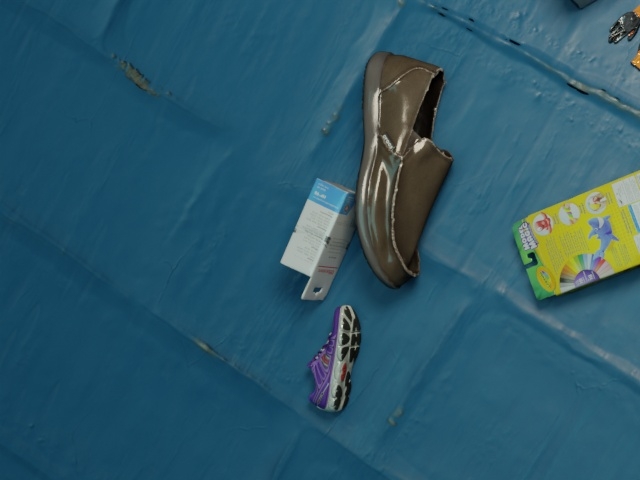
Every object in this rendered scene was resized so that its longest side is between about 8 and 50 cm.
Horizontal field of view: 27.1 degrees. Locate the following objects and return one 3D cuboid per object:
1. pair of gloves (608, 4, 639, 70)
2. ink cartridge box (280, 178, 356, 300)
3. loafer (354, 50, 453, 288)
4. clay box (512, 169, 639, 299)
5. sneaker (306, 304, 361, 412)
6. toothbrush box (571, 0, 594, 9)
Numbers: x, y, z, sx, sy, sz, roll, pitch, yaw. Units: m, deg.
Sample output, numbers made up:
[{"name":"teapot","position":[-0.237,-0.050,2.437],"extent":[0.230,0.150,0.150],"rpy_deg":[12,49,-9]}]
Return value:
[{"name":"pair of gloves","position":[0.470,-0.300,1.950],"extent":[0.074,0.010,0.083],"rpy_deg":[-45,72,14]},{"name":"ink cartridge box","position":[0.000,0.000,2.065],"extent":[0.060,0.104,0.180],"rpy_deg":[26,96,20]},{"name":"loafer","position":[0.132,-0.110,2.004],"extent":[0.130,0.134,0.366],"rpy_deg":[-1,87,21]},{"name":"clay box","position":[0.400,-0.006,1.928],"extent":[0.222,0.053,0.128],"rpy_deg":[-23,78,29]},{"name":"sneaker","position":[0.014,0.182,2.071],"extent":[0.071,0.068,0.170],"rpy_deg":[13,92,27]},{"name":"toothbrush box","position":[0.389,-0.525,1.932],"extent":[0.216,0.126,0.296],"rpy_deg":[-31,77,18]}]
